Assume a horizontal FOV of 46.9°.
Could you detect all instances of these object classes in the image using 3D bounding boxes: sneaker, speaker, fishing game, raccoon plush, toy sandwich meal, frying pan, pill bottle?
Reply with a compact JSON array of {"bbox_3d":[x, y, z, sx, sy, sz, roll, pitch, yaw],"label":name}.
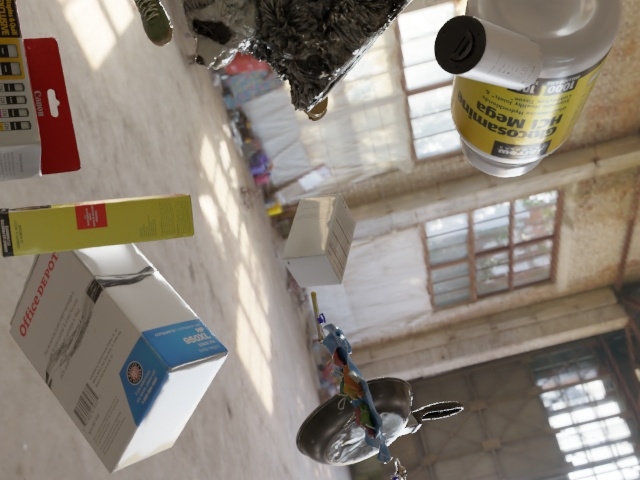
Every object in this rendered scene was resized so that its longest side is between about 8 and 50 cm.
[{"bbox_3d":[-0.374,-0.509,1.577,0.086,0.064,0.192,45,24,-62],"label":"sneaker"},{"bbox_3d":[0.166,-0.180,0.716,0.136,0.055,0.055,-6,80,-51],"label":"speaker"},{"bbox_3d":[0.037,0.194,0.922,0.189,0.041,0.264,83,-18,-58],"label":"fishing game"},{"bbox_3d":[-0.024,-0.427,1.227,0.299,0.446,0.216,43,-19,-3],"label":"raccoon plush"},{"bbox_3d":[-0.017,-0.301,1.587,0.029,0.085,0.086,3,-69,55],"label":"toy sandwich meal"},{"bbox_3d":[0.095,0.304,1.167,0.326,0.197,0.053,32,20,-47],"label":"frying pan"},{"bbox_3d":[0.282,-0.226,1.034,0.334,0.187,0.188,78,-1,-67],"label":"pill bottle"}]

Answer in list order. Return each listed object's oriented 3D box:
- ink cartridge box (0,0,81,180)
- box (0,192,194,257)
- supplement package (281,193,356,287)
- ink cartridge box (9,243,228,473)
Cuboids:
[{"bbox_3d":[-0.578,-0.265,1.288,0.130,0.271,0.310,129,-52,-61],"label":"ink cartridge box"},{"bbox_3d":[-0.285,-0.022,0.942,0.087,0.232,0.058,-167,-108,-69],"label":"box"},{"bbox_3d":[0.000,0.000,1.622,0.105,0.105,0.179,60,35,-42],"label":"supplement package"},{"bbox_3d":[-0.406,0.194,1.440,0.395,0.286,0.166,44,28,23],"label":"ink cartridge box"}]
